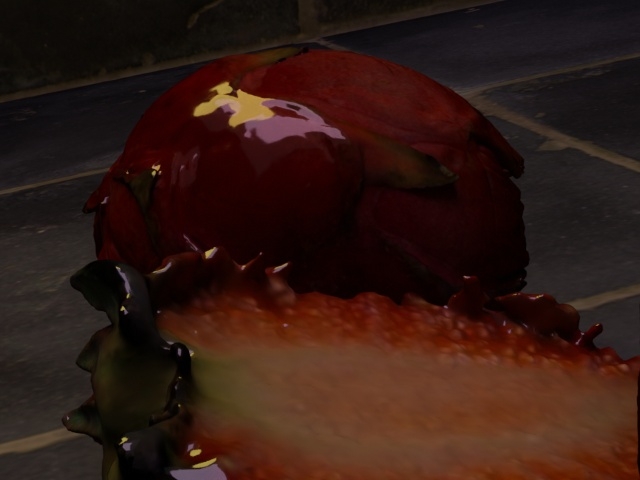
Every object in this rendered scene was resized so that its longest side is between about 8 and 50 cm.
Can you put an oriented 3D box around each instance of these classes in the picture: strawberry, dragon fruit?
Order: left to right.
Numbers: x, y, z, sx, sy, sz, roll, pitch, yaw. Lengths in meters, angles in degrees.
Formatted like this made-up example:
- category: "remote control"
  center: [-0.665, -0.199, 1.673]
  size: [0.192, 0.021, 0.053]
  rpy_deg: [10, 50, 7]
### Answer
- category: "dragon fruit"
  center: [-0.007, 0.004, 0.746]
  size: [0.252, 0.241, 0.241]
  rpy_deg: [6, 20, 12]
- category: "strawberry"
  center: [0.041, 0.117, 0.558]
  size: [0.306, 0.137, 0.233]
  rpy_deg: [10, 28, -25]

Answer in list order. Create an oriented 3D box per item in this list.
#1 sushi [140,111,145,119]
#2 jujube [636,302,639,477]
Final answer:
- category: "sushi"
  center: [-0.055, -0.036, 1.131]
  size: [0.109, 0.134, 0.273]
  rpy_deg: [12, 9, 22]
- category: "jujube"
  center: [0.192, 0.046, 0.430]
  size: [0.174, 0.250, 0.174]
  rpy_deg: [-7, 21, 3]
